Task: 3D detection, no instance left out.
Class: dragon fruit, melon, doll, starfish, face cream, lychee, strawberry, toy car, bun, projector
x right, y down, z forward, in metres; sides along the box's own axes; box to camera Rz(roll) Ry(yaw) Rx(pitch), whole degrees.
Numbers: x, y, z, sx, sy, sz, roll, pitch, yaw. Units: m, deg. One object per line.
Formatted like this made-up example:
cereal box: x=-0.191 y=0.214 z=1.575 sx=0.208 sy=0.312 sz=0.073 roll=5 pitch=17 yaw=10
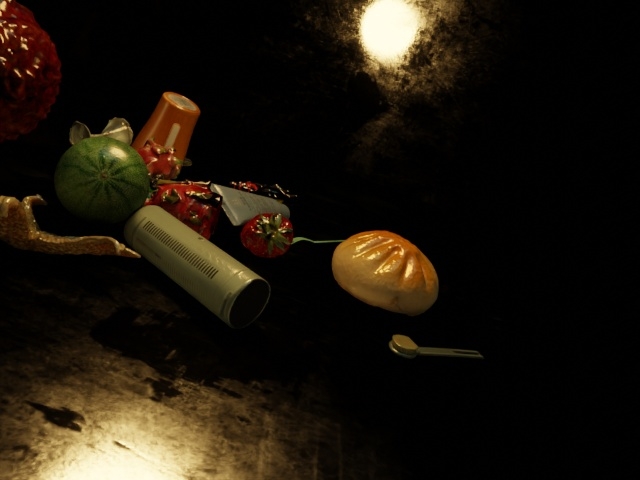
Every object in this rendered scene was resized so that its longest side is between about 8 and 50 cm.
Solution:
dragon fruit: x=-0.330 y=-0.077 z=1.175 sx=0.172 sy=0.160 sz=0.166 roll=17 pitch=59 yaw=-4
melon: x=-0.459 y=-0.122 z=1.039 sx=0.182 sy=0.182 sz=0.288 roll=10 pitch=-8 yaw=-31
doll: x=-0.197 y=-0.162 z=1.740 sx=0.249 sy=0.088 sz=0.127 roll=14 pitch=35 yaw=13
starfish: x=-0.518 y=-0.029 z=0.881 sx=0.375 sy=0.094 sz=0.327 roll=25 pitch=-5 yaw=-43
face cream: x=-0.189 y=-0.087 z=1.400 sx=0.135 sy=0.086 sz=0.385 roll=56 pitch=15 yaw=12
lychee: x=-0.906 y=-0.452 z=1.277 sx=0.425 sy=0.424 sz=0.500 roll=11 pitch=-6 yaw=-30
strawberry: x=-0.141 y=-0.006 z=1.266 sx=0.131 sy=0.148 sz=0.131 roll=15 pitch=54 yaw=-22
toy car: x=-0.436 y=-0.146 z=1.426 sx=0.165 sy=0.062 sz=0.071 roll=6 pitch=22 yaw=-40
bun: x=0.182 y=0.065 z=1.302 sx=0.299 sy=0.164 sz=0.299 roll=17 pitch=17 yaw=-6
projector: x=-0.249 y=0.043 z=0.964 sx=0.338 sy=0.108 sz=0.108 roll=30 pitch=19 yaw=31
dragon fruit: x=-0.522 y=-0.220 z=1.463 sx=0.137 sy=0.135 sz=0.236 roll=37 pitch=40 yaw=29

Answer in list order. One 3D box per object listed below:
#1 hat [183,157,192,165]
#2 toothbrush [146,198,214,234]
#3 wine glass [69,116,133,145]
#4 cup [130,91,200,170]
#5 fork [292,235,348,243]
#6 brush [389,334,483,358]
hat: x=-0.549 y=-0.329 z=1.900 sx=0.121 sy=0.050 sz=0.121 roll=21 pitch=14 yaw=-5
toothbrush: x=-0.407 y=-0.081 z=1.318 sx=0.287 sy=0.025 sz=0.020 roll=23 pitch=16 yaw=10
wine glass: x=-0.742 y=-0.354 z=1.661 sx=0.122 sy=0.122 sz=0.183 roll=25 pitch=22 yaw=17
cup: x=-0.516 y=-0.345 z=1.658 sx=0.182 sy=0.264 sz=0.226 roll=21 pitch=26 yaw=-28
fork: x=0.000 y=-0.002 z=1.401 sx=0.235 sy=0.021 sz=0.039 roll=-5 pitch=24 yaw=-8
brush: x=0.262 y=0.239 z=1.077 sx=0.266 sy=0.027 sz=0.062 roll=11 pitch=19 yaw=-29
